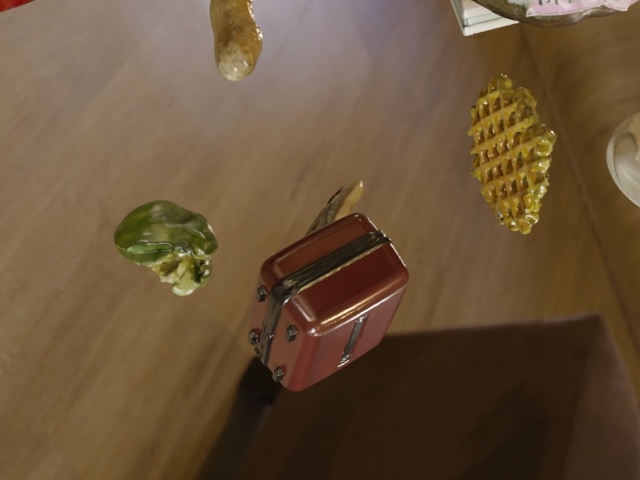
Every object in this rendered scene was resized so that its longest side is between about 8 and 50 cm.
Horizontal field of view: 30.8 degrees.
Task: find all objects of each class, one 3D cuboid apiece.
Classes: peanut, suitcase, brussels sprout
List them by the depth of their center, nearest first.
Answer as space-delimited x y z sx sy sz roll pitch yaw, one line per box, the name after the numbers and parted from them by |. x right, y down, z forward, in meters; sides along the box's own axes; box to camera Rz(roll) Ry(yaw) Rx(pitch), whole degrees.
-0.202 -0.003 1.541 0.181 0.139 0.101 -82 -165 -61 | brussels sprout
0.009 0.105 1.910 0.236 0.297 0.161 -29 69 -21 | suitcase
-0.152 -0.370 2.039 0.099 0.099 0.214 28 41 -56 | peanut

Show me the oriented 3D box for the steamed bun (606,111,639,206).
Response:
0.504 -0.105 1.690 0.106 0.182 0.183 111 -1 -49 | steamed bun

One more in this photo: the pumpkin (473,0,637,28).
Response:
0.229 -0.308 1.115 0.189 0.260 0.260 81 21 -48 | pumpkin

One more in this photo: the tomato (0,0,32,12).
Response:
-0.374 -0.391 1.488 0.085 0.225 0.225 57 37 -40 | tomato

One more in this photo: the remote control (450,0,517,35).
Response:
0.188 -0.369 1.411 0.055 0.102 0.277 75 2 -54 | remote control

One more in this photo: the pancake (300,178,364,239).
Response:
-0.001 -0.001 2.182 0.049 0.282 0.282 30 45 -6 | pancake

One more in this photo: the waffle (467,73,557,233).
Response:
0.322 -0.147 1.984 0.254 0.052 0.245 -119 -151 -45 | waffle
